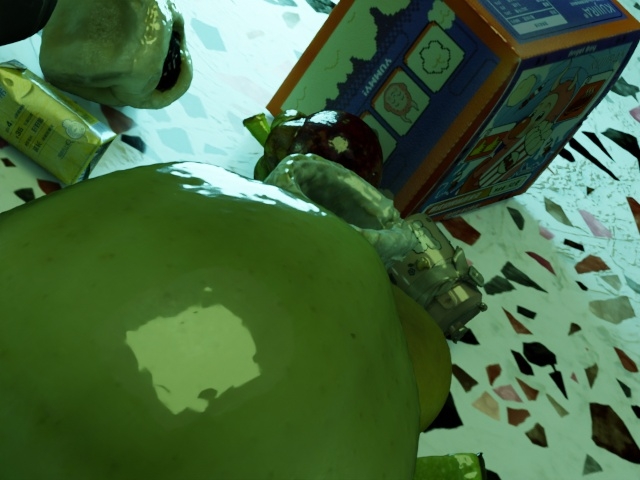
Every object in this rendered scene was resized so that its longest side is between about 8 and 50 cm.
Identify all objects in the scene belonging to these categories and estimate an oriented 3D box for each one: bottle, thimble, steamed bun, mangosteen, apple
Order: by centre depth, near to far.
[{"bbox_3d":[-0.142,0.159,1.499,0.473,0.474,0.474,25,33,-18],"label":"apple"},{"bbox_3d":[0.000,0.000,2.141,0.190,0.143,0.137,24,33,-18],"label":"thimble"},{"bbox_3d":[-0.223,-0.219,2.226,0.155,0.172,0.141,37,61,-52],"label":"steamed bun"},{"bbox_3d":[-0.018,-0.085,2.261,0.181,0.156,0.146,9,59,9],"label":"mangosteen"},{"bbox_3d":[0.138,0.048,2.262,0.099,0.099,0.152,-11,56,-50],"label":"bottle"}]

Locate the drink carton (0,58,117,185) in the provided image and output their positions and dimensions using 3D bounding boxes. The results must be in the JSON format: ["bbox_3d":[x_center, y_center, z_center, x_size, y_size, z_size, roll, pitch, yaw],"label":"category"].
[{"bbox_3d":[-0.326,-0.145,2.077,0.200,0.084,0.074,36,20,1],"label":"drink carton"}]

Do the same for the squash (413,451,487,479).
[{"bbox_3d":[0.091,0.345,1.896,0.093,0.169,0.252,4,77,-37],"label":"squash"}]

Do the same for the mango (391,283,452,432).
[{"bbox_3d":[-0.041,0.102,1.911,0.445,0.220,0.301,16,24,-48],"label":"mango"}]

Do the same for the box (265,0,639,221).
[{"bbox_3d":[0.180,-0.220,2.440,0.257,0.318,0.348,47,32,17],"label":"box"}]

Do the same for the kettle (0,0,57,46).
[{"bbox_3d":[-0.434,-0.300,2.070,0.290,0.207,0.268,6,3,-33],"label":"kettle"}]
